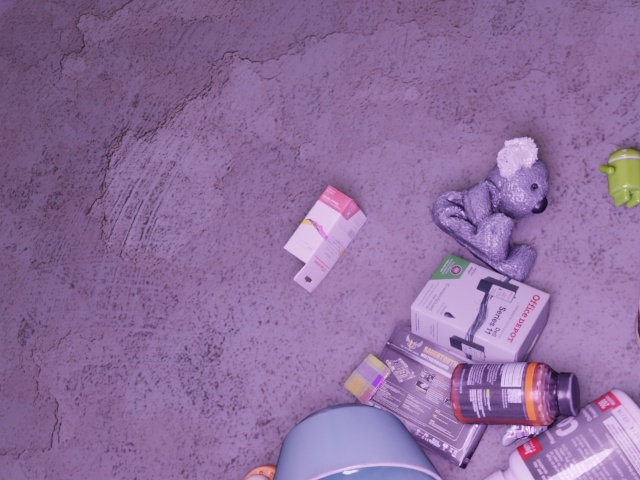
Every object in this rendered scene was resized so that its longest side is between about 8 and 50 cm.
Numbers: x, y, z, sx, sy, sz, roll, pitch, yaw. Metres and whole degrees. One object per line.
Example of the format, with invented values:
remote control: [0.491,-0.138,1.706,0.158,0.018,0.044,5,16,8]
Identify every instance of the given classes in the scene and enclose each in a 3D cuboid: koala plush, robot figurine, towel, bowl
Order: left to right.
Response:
bowl: [0.050,0.396,1.323,0.312,0.311,0.163,-23,45,12]
towel: [0.087,0.258,1.432,0.060,0.009,0.083,36,86,30]
koala plush: [0.338,-0.076,1.428,0.221,0.196,0.203,-52,52,1]
robot figurine: [0.566,-0.120,1.420,0.101,0.067,0.115,7,71,-6]

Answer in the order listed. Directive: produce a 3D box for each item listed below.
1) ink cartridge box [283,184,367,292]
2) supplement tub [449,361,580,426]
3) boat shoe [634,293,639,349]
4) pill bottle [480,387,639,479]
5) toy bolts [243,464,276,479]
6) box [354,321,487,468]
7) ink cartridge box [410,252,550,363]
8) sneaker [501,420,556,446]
ink cartridge box: [0.000,0.000,1.564,0.067,0.115,0.198,33,84,27]
supplement tub: [0.322,0.255,1.272,0.198,0.106,0.106,-5,69,30]
boat shoe: [0.615,0.030,1.310,0.132,0.130,0.355,4,72,22]
pill bottle: [0.409,0.379,1.242,0.283,0.161,0.161,-34,63,6]
toy bolts: [-0.126,0.542,1.386,0.218,0.158,0.228,-27,63,10]
box: [0.202,0.282,1.416,0.231,0.056,0.183,25,80,27]
ink cartridge box: [0.290,0.134,1.394,0.208,0.087,0.153,23,56,26]
sneaker: [0.370,0.339,1.341,0.098,0.038,0.069,-47,61,0]
